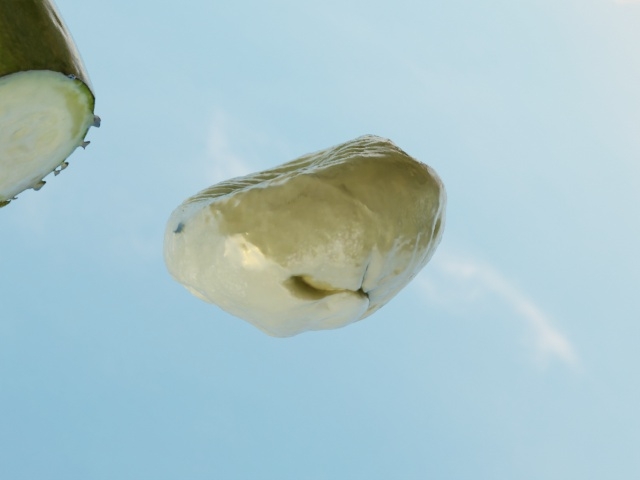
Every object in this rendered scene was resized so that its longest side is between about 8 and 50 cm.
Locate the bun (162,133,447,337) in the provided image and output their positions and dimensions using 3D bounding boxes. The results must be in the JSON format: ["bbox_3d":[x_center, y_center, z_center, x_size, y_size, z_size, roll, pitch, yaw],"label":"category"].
[{"bbox_3d":[0.000,0.000,0.981,0.259,0.259,0.160,-31,-78,-55],"label":"bun"}]

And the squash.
[{"bbox_3d":[-0.291,-0.165,0.785,0.189,0.189,0.260,-16,-112,-52],"label":"squash"}]
